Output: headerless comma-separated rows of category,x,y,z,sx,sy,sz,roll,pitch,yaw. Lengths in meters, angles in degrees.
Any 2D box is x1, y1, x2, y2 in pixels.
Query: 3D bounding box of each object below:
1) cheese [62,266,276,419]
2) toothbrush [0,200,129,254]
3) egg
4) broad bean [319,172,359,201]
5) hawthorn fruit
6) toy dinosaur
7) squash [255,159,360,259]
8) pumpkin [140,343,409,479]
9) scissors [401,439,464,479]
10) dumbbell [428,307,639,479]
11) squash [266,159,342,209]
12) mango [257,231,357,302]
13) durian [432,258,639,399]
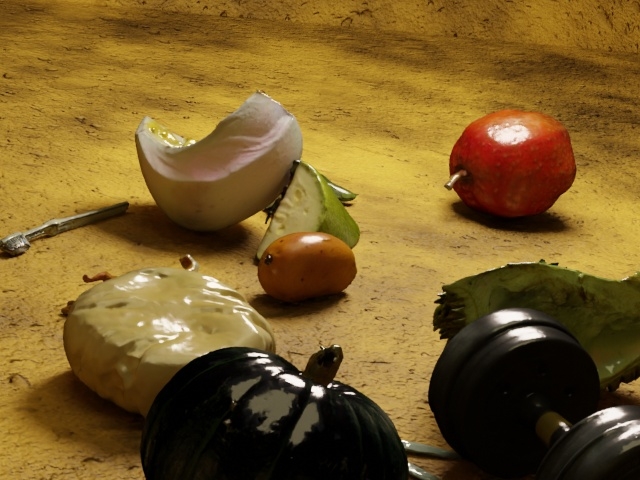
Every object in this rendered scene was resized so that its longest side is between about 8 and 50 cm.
cheese,-0.169,0.121,1.449,0.226,0.117,0.214,-18,36,-42
toothbrush,-0.370,-0.023,1.879,0.028,0.026,0.294,35,27,14
egg,-0.161,-0.096,1.944,0.271,0.206,0.162,1,53,30
broad bean,-0.078,-0.111,2.230,0.297,0.043,0.060,11,31,8
hawthorn fruit,0.318,-0.130,2.246,0.253,0.205,0.205,-10,27,-32
toy dinosaur,-0.208,0.072,1.644,0.212,0.057,0.142,11,31,10
squash,0.000,0.000,1.990,0.093,0.169,0.252,20,-11,21
pumpkin,-0.034,0.189,1.169,0.250,0.216,0.250,29,2,-1
scissors,0.032,0.216,1.407,0.247,0.017,0.144,16,20,15
dumbbell,0.247,0.205,1.287,0.185,0.185,0.388,1,22,-23
squash,-0.017,-0.078,2.127,0.132,0.105,0.105,22,14,-23
mango,-0.016,0.031,1.772,0.159,0.105,0.084,-7,44,-49
durian,0.292,0.101,1.572,0.394,0.198,0.163,2,19,-24
